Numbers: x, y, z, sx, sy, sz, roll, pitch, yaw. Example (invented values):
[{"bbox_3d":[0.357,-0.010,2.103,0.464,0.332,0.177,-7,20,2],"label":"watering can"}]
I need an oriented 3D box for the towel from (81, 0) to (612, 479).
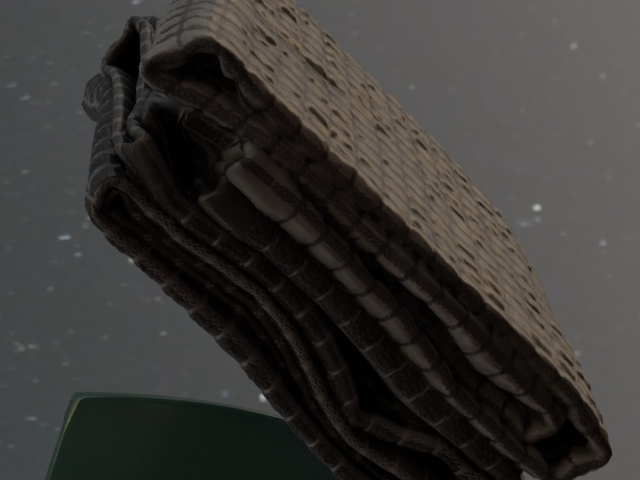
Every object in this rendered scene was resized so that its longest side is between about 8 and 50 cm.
[{"bbox_3d":[0.000,0.000,0.778,0.284,0.121,0.235,43,-165,-18],"label":"towel"}]

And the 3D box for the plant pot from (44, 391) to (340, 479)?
[{"bbox_3d":[-0.087,0.196,1.157,0.234,0.166,0.165,17,-97,-5],"label":"plant pot"}]
